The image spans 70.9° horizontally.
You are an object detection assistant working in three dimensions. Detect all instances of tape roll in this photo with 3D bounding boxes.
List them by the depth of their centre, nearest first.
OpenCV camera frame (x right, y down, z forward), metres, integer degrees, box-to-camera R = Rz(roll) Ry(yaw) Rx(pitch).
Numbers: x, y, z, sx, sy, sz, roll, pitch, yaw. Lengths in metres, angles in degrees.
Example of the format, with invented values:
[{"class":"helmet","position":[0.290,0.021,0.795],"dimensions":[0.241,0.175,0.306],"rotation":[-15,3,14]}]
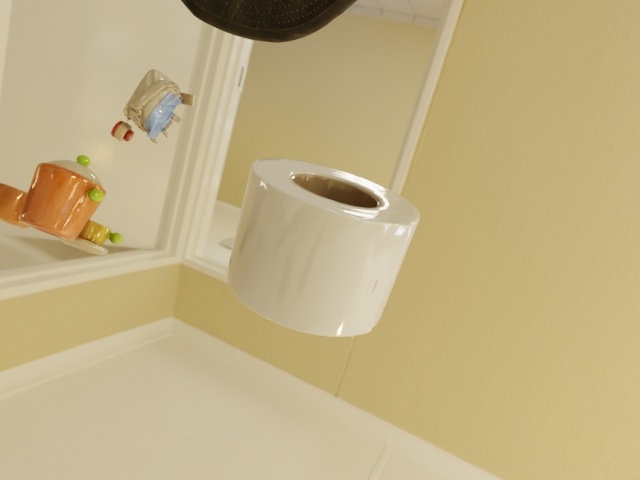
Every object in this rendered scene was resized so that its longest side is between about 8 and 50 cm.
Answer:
[{"class":"tape roll","position":[0.000,0.000,0.652],"dimensions":[0.246,0.169,0.246],"rotation":[16,-159,-6]}]

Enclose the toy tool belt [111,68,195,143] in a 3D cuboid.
[{"class":"toy tool belt","position":[-0.168,-0.125,0.454],"dimensions":[0.051,0.083,0.052],"rotation":[36,-171,-11]}]

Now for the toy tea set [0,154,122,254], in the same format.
[{"class":"toy tea set","position":[-0.465,-0.094,0.680],"dimensions":[0.336,0.124,0.200],"rotation":[22,165,-11]}]

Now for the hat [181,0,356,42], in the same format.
[{"class":"hat","position":[-0.041,-0.385,0.477],"dimensions":[0.331,0.331,0.134],"rotation":[19,-156,14]}]
